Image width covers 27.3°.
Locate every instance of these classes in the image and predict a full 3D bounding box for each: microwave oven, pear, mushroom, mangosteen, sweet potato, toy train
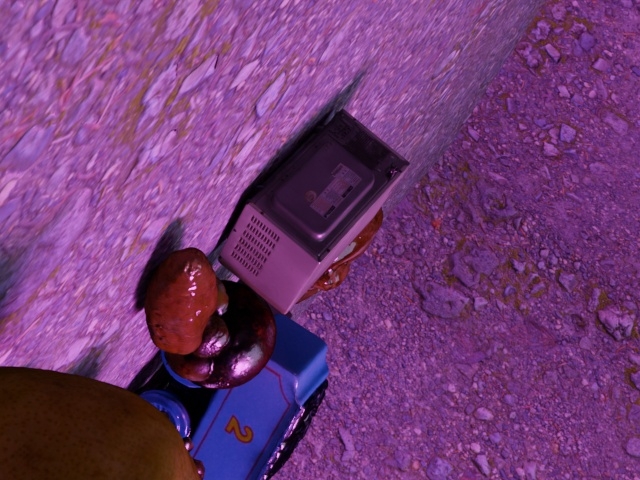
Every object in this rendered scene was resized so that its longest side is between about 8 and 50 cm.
[{"bbox_3d":[-0.010,-0.048,1.883,0.240,0.145,0.194,-47,171,-36],"label":"microwave oven"},{"bbox_3d":[-0.261,0.263,1.143,0.304,0.304,0.304,-50,174,-7],"label":"pear"},{"bbox_3d":[0.000,0.000,2.222,0.253,0.153,0.253,-43,179,0],"label":"mushroom"},{"bbox_3d":[-0.148,0.128,1.899,0.172,0.172,0.184,-48,149,-24],"label":"mangosteen"},{"bbox_3d":[-0.171,0.068,1.632,0.097,0.097,0.252,-48,172,-27],"label":"sweet potato"},{"bbox_3d":[-0.139,0.245,2.108,0.300,0.265,0.188,-62,170,26],"label":"toy train"}]

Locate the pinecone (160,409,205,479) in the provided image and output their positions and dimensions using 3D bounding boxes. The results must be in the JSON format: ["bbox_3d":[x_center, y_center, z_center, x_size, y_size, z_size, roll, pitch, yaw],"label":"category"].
[{"bbox_3d":[-0.286,0.344,1.696,0.298,0.242,0.296,43,61,-46],"label":"pinecone"}]

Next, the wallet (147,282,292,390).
[{"bbox_3d":[-0.195,0.214,2.360,0.377,0.051,0.197,-48,152,-19],"label":"wallet"}]

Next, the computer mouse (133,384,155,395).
[{"bbox_3d":[-0.330,0.328,2.181,0.192,0.062,0.106,-68,157,-16],"label":"computer mouse"}]
